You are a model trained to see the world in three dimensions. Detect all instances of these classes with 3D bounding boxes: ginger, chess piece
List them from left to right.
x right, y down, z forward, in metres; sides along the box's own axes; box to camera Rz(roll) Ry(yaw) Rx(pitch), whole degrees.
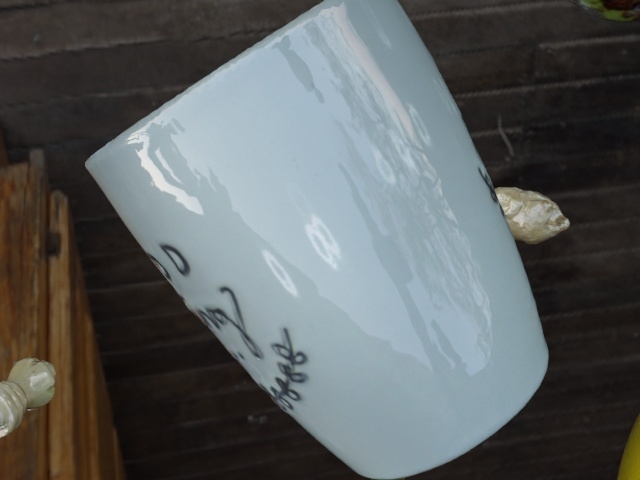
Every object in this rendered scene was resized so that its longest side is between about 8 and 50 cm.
[{"bbox_3d":[-0.289,0.151,0.835,0.060,0.172,0.060,6,110,17],"label":"chess piece"},{"bbox_3d":[0.166,-0.024,0.927,0.070,0.173,0.051,24,82,-23],"label":"ginger"}]

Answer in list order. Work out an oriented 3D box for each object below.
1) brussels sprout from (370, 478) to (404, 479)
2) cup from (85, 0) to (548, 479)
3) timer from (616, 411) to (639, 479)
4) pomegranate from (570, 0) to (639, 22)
[{"bbox_3d":[0.056,0.177,0.568,0.083,0.046,0.051,38,94,7],"label":"brussels sprout"},{"bbox_3d":[0.000,0.000,0.562,0.186,0.258,0.234,-36,103,-15],"label":"cup"},{"bbox_3d":[0.378,0.154,0.572,0.376,0.376,0.387,31,105,-32],"label":"timer"},{"bbox_3d":[0.242,-0.294,0.724,0.271,0.254,0.254,-24,139,-41],"label":"pomegranate"}]
